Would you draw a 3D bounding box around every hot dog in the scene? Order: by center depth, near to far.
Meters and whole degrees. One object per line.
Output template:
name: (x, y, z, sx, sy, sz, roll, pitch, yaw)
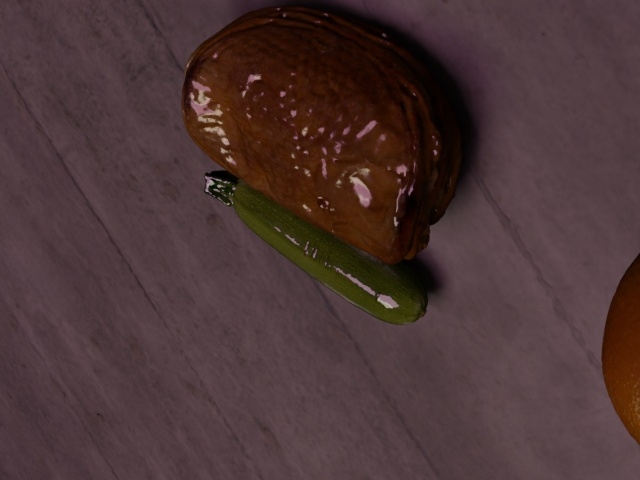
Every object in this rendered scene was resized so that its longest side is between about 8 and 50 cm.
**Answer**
hot dog: (0.002, -0.096, 1.401, 0.272, 0.122, 0.196, 29, 130, 29)

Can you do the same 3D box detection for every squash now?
squash: (0.000, 0.000, 1.500, 0.252, 0.066, 0.066, 35, 134, 19)

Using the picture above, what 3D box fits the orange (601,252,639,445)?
orange: (0.310, 0.082, 1.198, 0.206, 0.206, 0.206, 21, 128, 30)
